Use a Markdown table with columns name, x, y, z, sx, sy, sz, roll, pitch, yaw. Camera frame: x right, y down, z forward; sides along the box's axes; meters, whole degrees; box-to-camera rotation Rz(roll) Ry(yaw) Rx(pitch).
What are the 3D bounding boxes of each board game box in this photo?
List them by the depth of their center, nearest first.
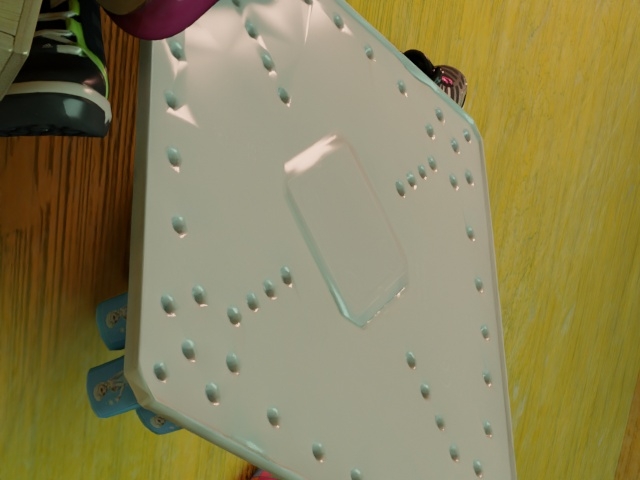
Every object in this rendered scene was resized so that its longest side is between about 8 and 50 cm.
| name | x | y | z | sx | sy | sz | roll | pitch | yaw |
| --- | --- | --- | --- | --- | --- | --- | --- | --- | --- |
| board game box | 0.000 | 0.000 | 1.055 | 0.390 | 0.050 | 0.390 | 35 | 42 | -44 |

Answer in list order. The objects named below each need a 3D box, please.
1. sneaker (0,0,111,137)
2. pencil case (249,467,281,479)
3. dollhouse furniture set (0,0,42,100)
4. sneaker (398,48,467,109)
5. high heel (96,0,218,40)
| name | x | y | z | sx | sy | sz | roll | pitch | yaw |
| --- | --- | --- | --- | --- | --- | --- | --- | --- | --- |
| sneaker | -0.158 | -0.112 | 0.874 | 0.234 | 0.084 | 0.097 | -129 | -141 | -73 |
| pencil case | 0.007 | 0.207 | 1.560 | 0.236 | 0.104 | 0.104 | -52 | 151 | -39 |
| dollhouse furniture set | -0.217 | -0.090 | 0.666 | 0.242 | 0.161 | 0.212 | 140 | -37 | -58 |
| sneaker | 0.097 | -0.148 | 1.551 | 0.170 | 0.063 | 0.074 | -30 | 140 | -53 |
| high heel | -0.017 | -0.180 | 0.953 | 0.181 | 0.127 | 0.377 | 43 | 32 | -20 |
